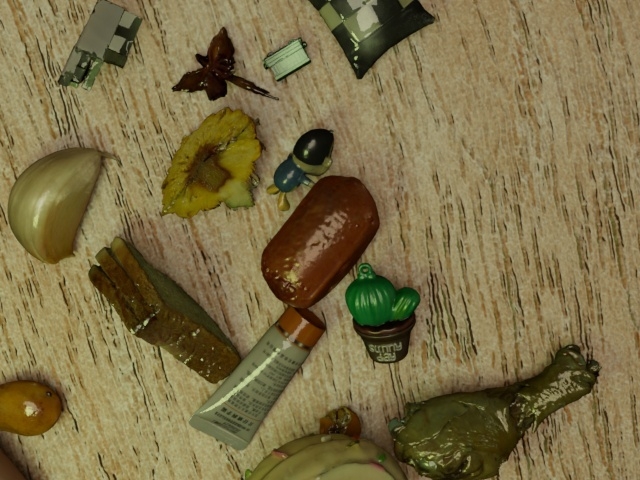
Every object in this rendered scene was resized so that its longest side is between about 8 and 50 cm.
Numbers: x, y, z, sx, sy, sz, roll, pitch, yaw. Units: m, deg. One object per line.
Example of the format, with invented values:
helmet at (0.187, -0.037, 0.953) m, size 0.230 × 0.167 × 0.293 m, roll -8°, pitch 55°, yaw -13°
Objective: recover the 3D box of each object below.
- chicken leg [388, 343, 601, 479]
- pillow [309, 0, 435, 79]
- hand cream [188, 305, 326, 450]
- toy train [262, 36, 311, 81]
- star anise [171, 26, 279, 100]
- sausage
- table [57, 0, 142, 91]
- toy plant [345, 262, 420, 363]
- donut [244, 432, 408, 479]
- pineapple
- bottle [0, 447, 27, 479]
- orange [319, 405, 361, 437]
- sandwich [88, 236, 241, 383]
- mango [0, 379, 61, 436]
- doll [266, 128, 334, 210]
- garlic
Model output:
chicken leg at (0.339, 0.321, 1.904) m, size 0.429 × 0.153 × 0.201 m, roll -28°, pitch 85°, yaw -2°
pillow at (0.071, -0.449, 1.869) m, size 0.186 × 0.106 × 0.250 m, roll -35°, pitch 96°, yaw 7°
hand cream at (-0.109, 0.269, 1.953) m, size 0.139 × 0.089 × 0.314 m, roll 36°, pitch 96°, yaw -27°
toy train at (-0.062, -0.344, 1.921) m, size 0.093 × 0.038 × 0.056 m, roll -30°, pitch 95°, yaw 6°
star anise at (-0.176, -0.305, 1.930) m, size 0.140 × 0.144 × 0.158 m, roll 35°, pitch 89°, yaw 45°
sausage at (0.001, 0.001, 1.888) m, size 0.141 × 0.153 × 0.268 m, roll 39°, pitch 94°, yaw 14°
table at (-0.408, -0.354, 1.887) m, size 0.062 × 0.146 × 0.175 m, roll 25°, pitch 96°, yaw 1°
toy plant at (0.120, 0.133, 1.909) m, size 0.142 × 0.105 × 0.201 m, roll -4°, pitch 113°, yaw 15°
donut at (-0.007, 0.499, 1.869) m, size 0.371 × 0.150 × 0.307 m, roll -16°, pitch 113°, yaw -20°
pineapple at (-0.184, -0.147, 1.927) m, size 0.164 × 0.140 × 0.250 m, roll 22°, pitch 117°, yaw -39°
bottle at (-0.633, 0.521, 1.951) m, size 0.173 × 0.206 × 0.297 m, roll -39°, pitch 92°, yaw -30°
orange at (0.038, 0.368, 1.964) m, size 0.086 × 0.062 × 0.086 m, roll 0°, pitch 98°, yaw 3°
sandwich at (-0.301, 0.132, 1.940) m, size 0.100 × 0.288 × 0.254 m, roll -48°, pitch 46°, yaw 0°
mango at (-0.592, 0.327, 1.991) m, size 0.164 × 0.089 × 0.115 m, roll 11°, pitch 105°, yaw 6°
doll at (-0.030, -0.141, 1.914) m, size 0.179 × 0.089 × 0.102 m, roll -51°, pitch 52°, yaw 22°
garlic at (-0.505, -0.080, 1.941) m, size 0.164 × 0.145 × 0.245 m, roll 26°, pitch 96°, yaw -31°
